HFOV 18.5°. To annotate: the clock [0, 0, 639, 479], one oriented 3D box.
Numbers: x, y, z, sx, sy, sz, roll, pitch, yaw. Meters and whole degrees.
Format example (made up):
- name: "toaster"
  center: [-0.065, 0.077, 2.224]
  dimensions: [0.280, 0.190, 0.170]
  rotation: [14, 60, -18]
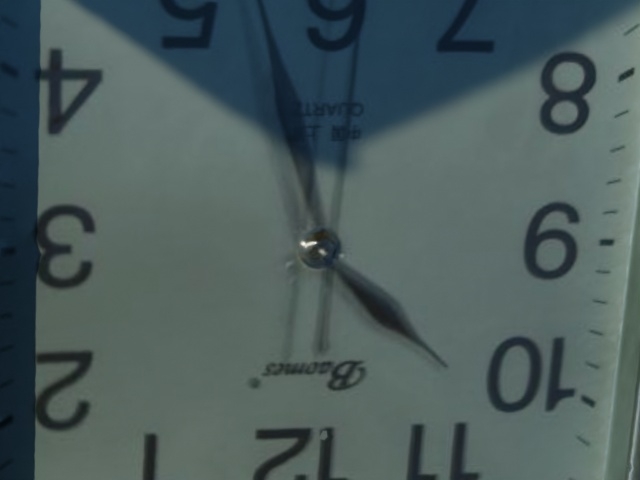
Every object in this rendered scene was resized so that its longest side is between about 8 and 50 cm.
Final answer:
- name: "clock"
  center: [0.000, 0.000, 0.667]
  dimensions: [0.273, 0.049, 0.279]
  rotation: [0, 109, -14]
